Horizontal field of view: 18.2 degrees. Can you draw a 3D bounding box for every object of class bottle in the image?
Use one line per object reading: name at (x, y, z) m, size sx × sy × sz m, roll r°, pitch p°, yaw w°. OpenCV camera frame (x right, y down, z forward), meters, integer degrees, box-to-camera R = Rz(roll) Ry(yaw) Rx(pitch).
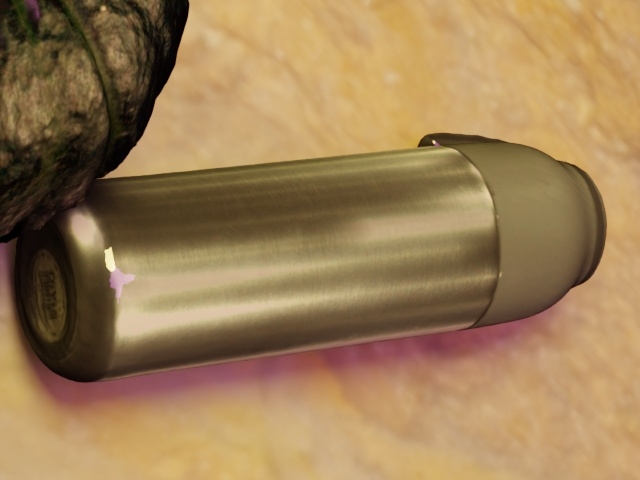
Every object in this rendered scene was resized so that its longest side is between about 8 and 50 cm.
bottle at (0.000, 0.000, 0.818) m, size 0.253 × 0.079 × 0.096 m, roll -6°, pitch 51°, yaw -31°

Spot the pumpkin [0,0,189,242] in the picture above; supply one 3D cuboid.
pumpkin at (-0.149, -0.094, 0.673) m, size 0.220 × 0.162 × 0.221 m, roll 10°, pitch 72°, yaw -33°
